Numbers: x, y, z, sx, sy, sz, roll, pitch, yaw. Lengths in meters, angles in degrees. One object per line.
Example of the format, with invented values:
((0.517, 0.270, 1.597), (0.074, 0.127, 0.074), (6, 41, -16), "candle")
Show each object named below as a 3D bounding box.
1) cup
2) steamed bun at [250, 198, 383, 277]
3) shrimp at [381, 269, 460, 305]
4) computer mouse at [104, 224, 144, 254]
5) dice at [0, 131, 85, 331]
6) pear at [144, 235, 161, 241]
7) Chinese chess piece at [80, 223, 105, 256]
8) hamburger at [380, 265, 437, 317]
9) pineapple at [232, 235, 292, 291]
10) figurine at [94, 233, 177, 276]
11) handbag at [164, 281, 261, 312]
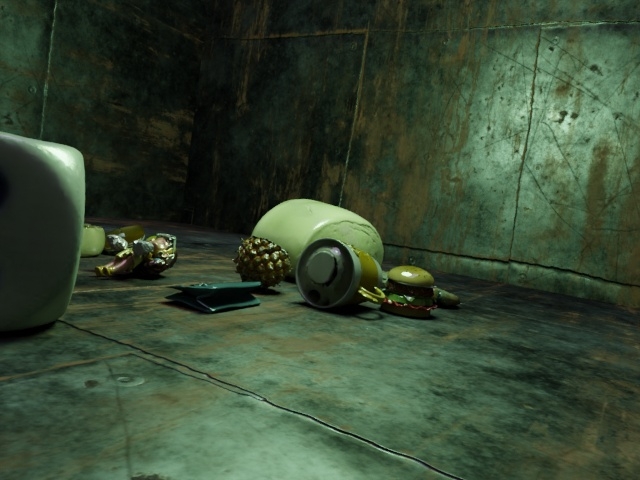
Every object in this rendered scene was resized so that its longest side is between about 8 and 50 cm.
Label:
((0.081, 0.110, 1.462), (0.241, 0.186, 0.226), (33, 10, 31), "cup")
((0.000, 0.000, 2.000), (0.371, 0.290, 0.455), (12, 5, 42), "steamed bun")
((0.314, 0.166, 1.854), (0.360, 0.085, 0.246), (14, -3, 34), "shrimp")
((-0.730, -0.009, 1.961), (0.158, 0.072, 0.310), (-18, 13, -19), "computer mouse")
((-0.565, -0.026, 0.861), (0.304, 0.305, 0.276), (7, 3, -34), "dice")
((-0.577, 0.024, 1.884), (0.092, 0.097, 0.092), (40, 8, -7), "pear")
((-0.836, -0.011, 1.741), (0.249, 0.103, 0.250), (7, 2, 0), "Chinese chess piece")
((0.256, 0.142, 1.531), (0.175, 0.137, 0.175), (11, 3, -1), "hamburger")
((-0.184, 0.087, 1.532), (0.175, 0.137, 0.162), (22, -32, 16), "pineapple")
((-0.503, 0.045, 1.477), (0.174, 0.116, 0.240), (8, 8, 32), "figurine")
((-0.249, 0.125, 1.274), (0.144, 0.057, 0.221), (5, 2, 25), "handbag")
